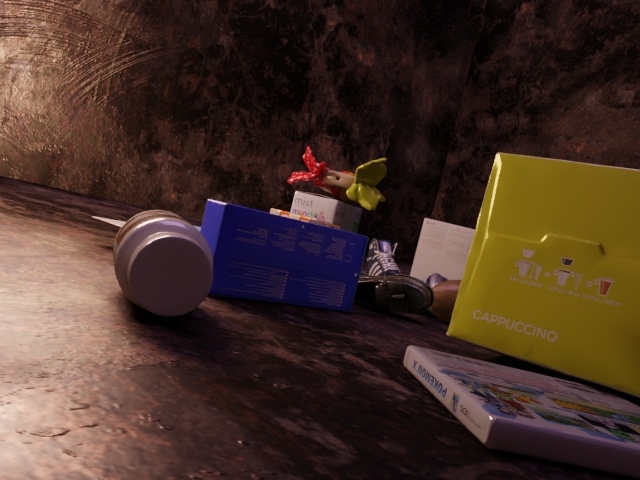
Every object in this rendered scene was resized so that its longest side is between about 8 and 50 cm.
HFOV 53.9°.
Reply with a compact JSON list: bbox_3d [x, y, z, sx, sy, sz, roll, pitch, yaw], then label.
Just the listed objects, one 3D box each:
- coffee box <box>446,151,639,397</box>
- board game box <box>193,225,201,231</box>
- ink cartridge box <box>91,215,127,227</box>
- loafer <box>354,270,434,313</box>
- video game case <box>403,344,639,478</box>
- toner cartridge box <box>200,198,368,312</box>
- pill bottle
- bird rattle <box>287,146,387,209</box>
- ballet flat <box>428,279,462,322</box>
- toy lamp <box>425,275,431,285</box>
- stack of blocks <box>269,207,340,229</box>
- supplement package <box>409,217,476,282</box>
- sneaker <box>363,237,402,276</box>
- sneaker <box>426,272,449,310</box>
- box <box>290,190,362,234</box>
[{"bbox_3d":[0.472,0.072,1.103,0.337,0.338,0.334,14,-4,37],"label":"coffee box"},{"bbox_3d":[-0.336,-0.009,2.235,0.160,0.039,0.211,16,4,38],"label":"board game box"},{"bbox_3d":[-0.339,0.016,1.413,0.275,0.060,0.239,16,4,31],"label":"ink cartridge box"},{"bbox_3d":[0.128,0.125,1.458,0.267,0.096,0.084,7,18,36],"label":"loafer"},{"bbox_3d":[0.296,0.213,0.776,0.328,0.036,0.300,14,2,-9],"label":"video game case"},{"bbox_3d":[-0.070,0.037,1.213,0.347,0.165,0.075,13,3,-39],"label":"toner cartridge box"},{"bbox_3d":[-0.220,0.030,0.878,0.131,0.131,0.229,13,3,-21],"label":"pill bottle"},{"bbox_3d":[0.050,-0.142,1.638,0.253,0.143,0.207,6,-11,14],"label":"bird rattle"},{"bbox_3d":[0.416,0.167,1.575,0.342,0.116,0.124,19,-16,-38],"label":"ballet flat"},{"bbox_3d":[0.483,0.182,2.100,0.274,0.080,0.080,14,2,32],"label":"toy lamp"},{"bbox_3d":[-0.091,0.017,1.484,0.087,0.171,0.297,12,2,-36],"label":"stack of blocks"},{"bbox_3d":[0.473,0.071,2.378,0.199,0.263,0.198,15,2,21],"label":"supplement package"},{"bbox_3d":[0.217,0.079,2.019,0.099,0.153,0.282,13,3,-19],"label":"sneaker"},{"bbox_3d":[0.358,0.153,1.695,0.115,0.105,0.281,15,2,27],"label":"sneaker"},{"bbox_3d":[0.000,0.000,1.688,0.126,0.231,0.262,15,2,18],"label":"box"}]
